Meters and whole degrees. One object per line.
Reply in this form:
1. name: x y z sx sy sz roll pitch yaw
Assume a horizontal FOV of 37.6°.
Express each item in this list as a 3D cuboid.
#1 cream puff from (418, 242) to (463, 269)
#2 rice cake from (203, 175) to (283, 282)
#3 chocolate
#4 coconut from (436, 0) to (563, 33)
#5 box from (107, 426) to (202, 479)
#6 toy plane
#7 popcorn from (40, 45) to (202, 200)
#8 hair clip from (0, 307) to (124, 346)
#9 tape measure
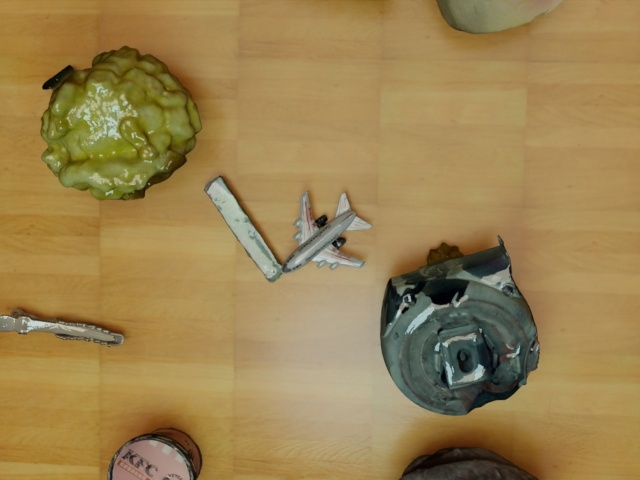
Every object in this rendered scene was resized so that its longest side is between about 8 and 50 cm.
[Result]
1. cream puff: 0.211 0.049 1.618 0.083 0.058 0.083 -23 94 9
2. rice cake: -0.133 -0.019 1.658 0.043 0.034 0.211 -34 91 -1
3. chocolate: 0.224 0.453 1.566 0.213 0.303 0.303 41 98 27
4. coconut: 0.284 -0.439 1.485 0.259 0.259 0.259 1 95 5
5. box: -0.283 0.405 1.662 0.151 0.135 0.151 0 92 6
6. toy plane: 0.000 0.000 1.631 0.171 0.065 0.162 -39 91 9
7. popcorn: -0.342 -0.183 1.559 0.293 0.293 0.237 -31 110 7
8. hair clip: -0.464 0.157 1.702 0.226 0.072 0.034 8 101 -4
9. tape measure: 0.224 0.155 1.553 0.256 0.147 0.275 -17 112 7
